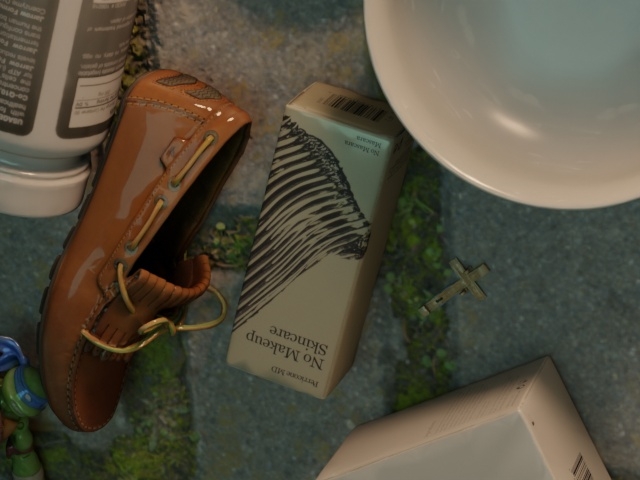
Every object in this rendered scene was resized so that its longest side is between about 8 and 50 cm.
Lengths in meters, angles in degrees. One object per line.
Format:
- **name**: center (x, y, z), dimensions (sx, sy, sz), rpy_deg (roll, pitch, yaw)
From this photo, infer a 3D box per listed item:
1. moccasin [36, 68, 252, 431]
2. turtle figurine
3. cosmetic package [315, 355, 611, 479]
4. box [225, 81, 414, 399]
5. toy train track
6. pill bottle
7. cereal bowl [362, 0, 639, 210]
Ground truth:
- **moccasin**: center (-0.165, 0.026, 1.891), dimensions (0.147, 0.139, 0.380), rpy_deg (30, 107, 17)
- **turtle figurine**: center (-0.371, 0.255, 2.006), dimensions (0.266, 0.198, 0.275), rpy_deg (-23, 96, 29)
- **cosmetic package**: center (0.153, 0.263, 1.850), dimensions (0.224, 0.138, 0.224), rpy_deg (-23, 100, 24)
- **box**: center (0.000, 0.000, 1.835), dimensions (0.113, 0.094, 0.275), rpy_deg (18, 113, 12)
- **toy train track**: center (0.125, 0.048, 1.852), dimensions (0.083, 0.014, 0.048), rpy_deg (-37, 94, 27)
- **pill bottle**: center (-0.262, -0.177, 1.828), dimensions (0.161, 0.161, 0.283), rpy_deg (21, 115, 12)
- **cereal bowl**: center (0.216, -0.201, 1.658), dimensions (0.339, 0.141, 0.339), rpy_deg (7, 110, 18)
